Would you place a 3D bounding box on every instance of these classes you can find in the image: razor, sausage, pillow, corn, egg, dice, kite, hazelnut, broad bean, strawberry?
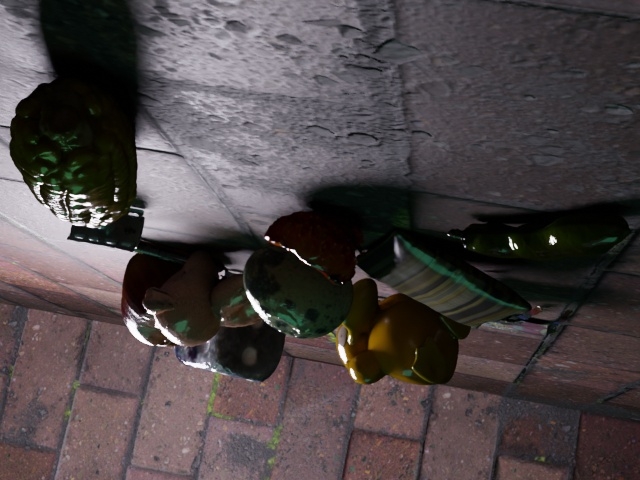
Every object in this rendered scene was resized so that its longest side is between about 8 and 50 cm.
[{"bbox_3d":[-0.323,-0.050,1.460,0.106,0.068,0.232,9,164,7],"label":"razor"},{"bbox_3d":[-0.254,0.027,1.855,0.198,0.025,0.028,16,166,-20],"label":"sausage"},{"bbox_3d":[0.164,0.056,1.452,0.212,0.052,0.208,30,163,-6],"label":"pillow"},{"bbox_3d":[-0.244,-0.077,1.087,0.120,0.120,0.363,12,170,-3],"label":"corn"},{"bbox_3d":[-0.033,0.068,1.538,0.181,0.141,0.141,30,160,-36],"label":"egg"},{"bbox_3d":[-0.193,0.198,2.250,0.181,0.183,0.182,18,170,-36],"label":"dice"},{"bbox_3d":[0.327,0.140,1.855,0.204,0.022,0.360,11,170,0],"label":"kite"},{"bbox_3d":[-0.288,0.100,1.943,0.178,0.178,0.204,6,163,25],"label":"hazelnut"},{"bbox_3d":[0.243,-0.003,1.147,0.065,0.046,0.254,33,161,-29],"label":"broad bean"},{"bbox_3d":[0.000,0.000,1.359,0.121,0.082,0.188,30,-179,8],"label":"strawberry"}]

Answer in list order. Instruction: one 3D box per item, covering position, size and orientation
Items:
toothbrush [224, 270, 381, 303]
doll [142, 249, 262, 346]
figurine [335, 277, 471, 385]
[{"bbox_3d":[-0.035,0.096,1.969,0.303,0.030,0.030,10,169,7],"label":"toothbrush"},{"bbox_3d":[-0.144,0.074,1.791,0.303,0.156,0.201,-18,159,-1],"label":"doll"},{"bbox_3d":[0.128,0.165,1.768,0.228,0.215,0.215,21,174,26],"label":"figurine"}]
